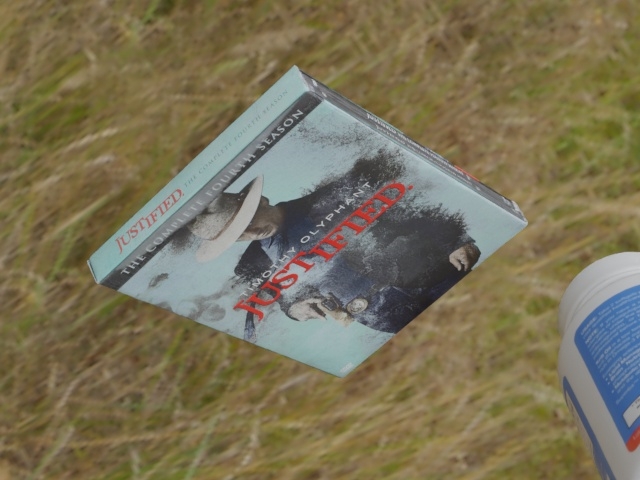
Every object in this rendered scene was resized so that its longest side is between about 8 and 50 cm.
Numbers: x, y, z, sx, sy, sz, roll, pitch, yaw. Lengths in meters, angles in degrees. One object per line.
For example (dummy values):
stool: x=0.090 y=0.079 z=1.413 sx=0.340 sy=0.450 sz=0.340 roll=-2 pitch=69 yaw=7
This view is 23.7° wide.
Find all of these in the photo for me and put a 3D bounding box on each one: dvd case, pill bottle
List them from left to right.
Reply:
dvd case: x=0.000 y=0.000 z=0.467 sx=0.119 sy=0.087 sz=0.013 roll=28 pitch=28 yaw=-47
pill bottle: x=0.214 y=0.093 z=0.920 sx=0.124 sy=0.124 sz=0.221 roll=40 pitch=16 yaw=-22
